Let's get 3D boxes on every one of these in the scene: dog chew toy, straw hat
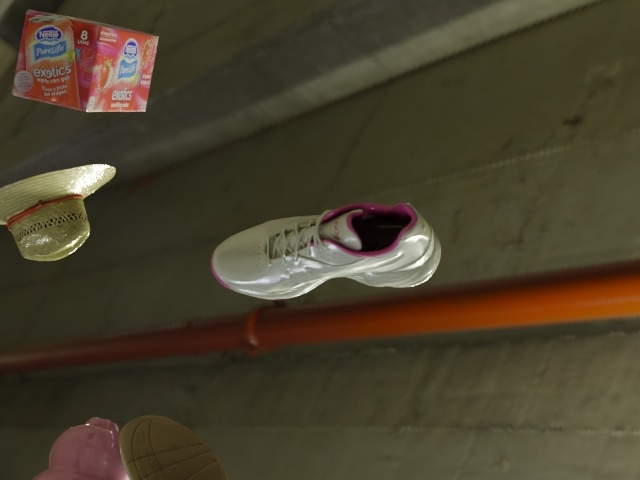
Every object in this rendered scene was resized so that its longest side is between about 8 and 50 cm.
[{"bbox_3d":[-0.364,0.427,1.841,0.206,0.206,0.332,-18,-127,53],"label":"dog chew toy"},{"bbox_3d":[-0.244,-0.015,1.124,0.144,0.061,0.144,-20,173,-3],"label":"straw hat"}]

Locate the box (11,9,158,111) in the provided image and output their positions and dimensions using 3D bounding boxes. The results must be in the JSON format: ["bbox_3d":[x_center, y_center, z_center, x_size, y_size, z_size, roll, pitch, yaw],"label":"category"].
[{"bbox_3d":[-0.349,-0.266,1.876,0.257,0.122,0.128,-25,127,-77],"label":"box"}]

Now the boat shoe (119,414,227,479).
[{"bbox_3d":[-0.128,0.306,1.315,0.285,0.103,0.092,44,-44,30],"label":"boat shoe"}]

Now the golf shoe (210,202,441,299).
[{"bbox_3d":[0.000,0.000,1.621,0.306,0.140,0.115,-7,-115,7],"label":"golf shoe"}]
